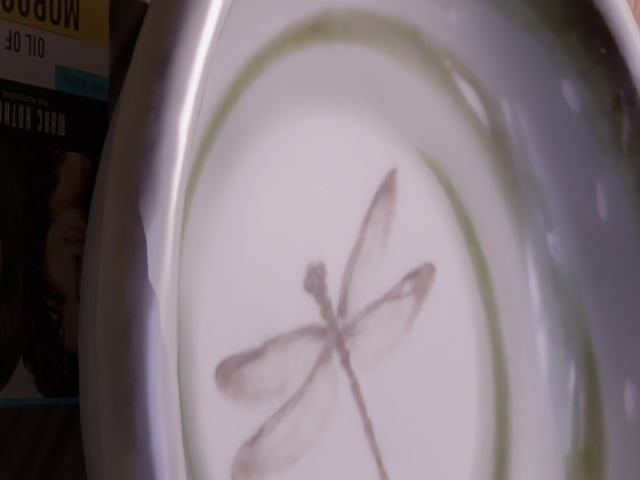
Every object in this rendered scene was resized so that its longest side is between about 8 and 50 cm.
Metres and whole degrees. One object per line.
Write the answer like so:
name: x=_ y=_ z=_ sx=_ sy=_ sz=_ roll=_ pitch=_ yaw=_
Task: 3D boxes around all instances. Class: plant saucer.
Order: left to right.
plant saucer: x=0.023 y=0.047 z=0.687 sx=0.400 sy=0.101 sz=0.400 roll=14 pitch=73 yaw=-56

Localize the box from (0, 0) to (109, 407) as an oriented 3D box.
box: x=-0.119 y=-0.068 z=0.620 sx=0.100 sy=0.060 sz=0.244 roll=6 pitch=82 yaw=-61
